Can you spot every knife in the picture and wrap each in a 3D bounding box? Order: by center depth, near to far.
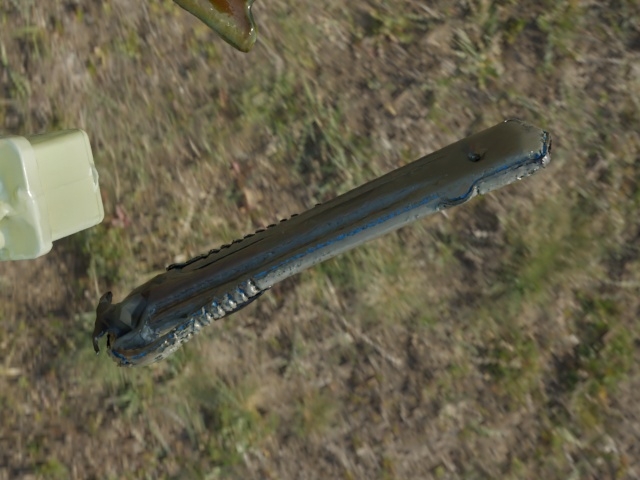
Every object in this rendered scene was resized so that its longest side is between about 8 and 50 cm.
[{"bbox_3d":[0.002,0.004,1.026,0.365,0.089,0.043,-24,135,7],"label":"knife"}]

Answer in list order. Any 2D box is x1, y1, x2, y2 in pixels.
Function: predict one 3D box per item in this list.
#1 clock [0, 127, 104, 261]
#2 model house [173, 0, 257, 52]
[{"bbox_3d":[-0.354,-0.003,0.910,0.379,0.276,0.120,-2,102,31],"label":"clock"},{"bbox_3d":[-0.107,-0.362,1.330,0.268,0.173,0.239,35,115,-25],"label":"model house"}]
